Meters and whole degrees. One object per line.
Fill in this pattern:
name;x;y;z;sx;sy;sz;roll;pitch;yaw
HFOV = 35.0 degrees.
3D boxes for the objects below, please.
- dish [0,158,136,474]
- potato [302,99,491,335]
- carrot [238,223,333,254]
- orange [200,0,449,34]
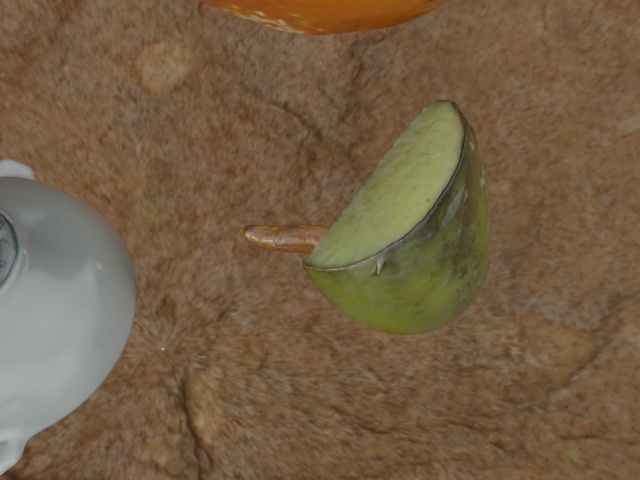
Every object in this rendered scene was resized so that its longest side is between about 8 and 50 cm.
dish;-0.249;0.037;0.703;0.228;0.086;0.236;-28;62;-8
potato;0.140;0.015;1.216;0.269;0.112;0.255;-50;137;-15
carrot;0.000;0.000;1.528;0.248;0.059;0.059;4;83;-5
orange;0.038;-0.326;0.619;0.326;0.424;0.423;29;80;8
